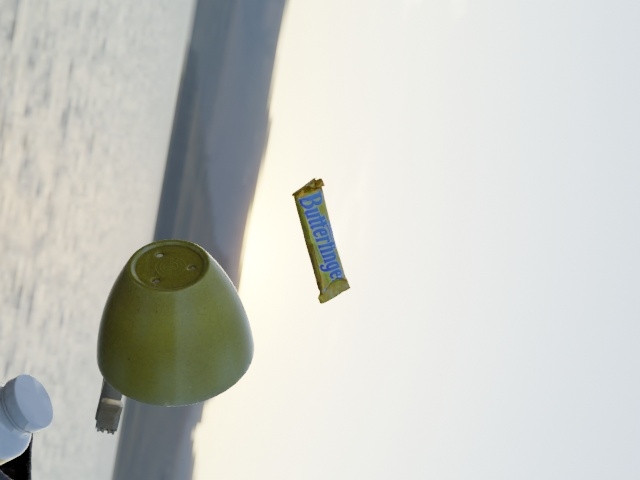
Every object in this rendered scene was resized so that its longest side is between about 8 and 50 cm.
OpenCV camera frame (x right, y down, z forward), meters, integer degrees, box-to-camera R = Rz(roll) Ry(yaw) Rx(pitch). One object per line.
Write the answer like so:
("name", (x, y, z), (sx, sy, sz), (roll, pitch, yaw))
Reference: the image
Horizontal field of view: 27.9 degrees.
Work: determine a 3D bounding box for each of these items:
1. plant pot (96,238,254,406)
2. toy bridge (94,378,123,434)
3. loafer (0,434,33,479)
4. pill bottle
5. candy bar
("plant pot", (-0.123, 0.057, 1.068), (0.134, 0.134, 0.095), (-89, 179, -51))
("toy bridge", (-0.237, 0.177, 1.452), (0.188, 0.026, 0.063), (-115, -141, -73))
("loafer", (-0.263, 0.227, 0.965), (0.130, 0.134, 0.366), (-37, -141, 8))
("pill bottle", (-0.181, 0.100, 0.670), (0.043, 0.083, 0.043), (53, 19, -28))
("candy bar", (0.000, 0.000, 1.355), (0.018, 0.040, 0.161), (43, -24, 45))
